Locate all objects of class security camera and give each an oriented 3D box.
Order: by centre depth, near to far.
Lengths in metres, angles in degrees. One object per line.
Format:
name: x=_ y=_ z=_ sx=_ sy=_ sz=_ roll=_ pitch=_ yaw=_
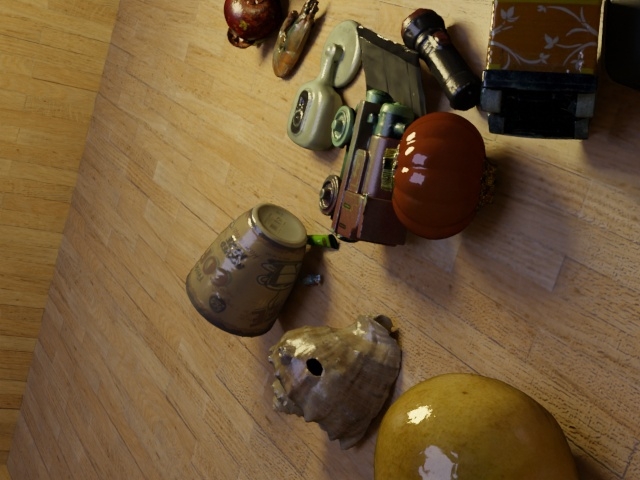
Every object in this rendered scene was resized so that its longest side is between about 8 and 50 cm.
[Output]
security camera: x=0.009 y=-0.350 z=2.196 sx=0.157 sy=0.080 sz=0.301 roll=33 pitch=107 yaw=57

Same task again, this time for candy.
candy: x=-0.023 y=0.090 z=2.176 sx=0.083 sy=0.020 sz=0.030 roll=-18 pitch=65 yaw=56

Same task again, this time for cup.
cup: x=-0.135 y=0.034 z=2.230 sx=0.257 sy=0.227 sz=0.301 roll=-52 pitch=10 yaw=29

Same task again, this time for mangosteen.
mangosteen: x=-0.179 y=-0.571 z=2.499 sx=0.145 sy=0.156 sz=0.181 roll=62 pitch=164 yaw=-4

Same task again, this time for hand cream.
hand cream: x=0.000 y=0.000 z=2.161 sx=0.122 sy=0.023 sz=0.036 roll=3 pitch=114 yaw=57

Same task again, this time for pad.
pad: x=0.143 y=-0.321 z=1.941 sx=0.233 sy=0.022 sz=0.174 roll=40 pitch=148 yaw=54

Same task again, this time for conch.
conch: x=0.013 y=0.272 z=1.937 sx=0.324 sy=0.186 sz=0.263 roll=-50 pitch=60 yaw=41

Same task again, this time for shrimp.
shrimp: x=-0.066 y=-0.505 z=2.377 sx=0.251 sy=0.052 sz=0.143 roll=-50 pitch=40 yaw=41

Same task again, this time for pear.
pear: x=0.220 y=0.347 z=1.456 sx=0.314 sy=0.314 sz=0.314 roll=-22 pitch=63 yaw=54

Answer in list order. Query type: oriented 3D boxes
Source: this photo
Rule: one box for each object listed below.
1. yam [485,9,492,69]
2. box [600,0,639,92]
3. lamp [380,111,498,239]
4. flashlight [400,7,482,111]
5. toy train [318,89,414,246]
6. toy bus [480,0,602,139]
yam: x=0.312 y=-0.353 z=1.746 sx=0.032 sy=0.032 sz=0.145 roll=4 pitch=87 yaw=59
box: x=0.472 y=-0.311 z=1.367 sx=0.090 sy=0.144 sz=0.201 roll=-3 pitch=79 yaw=55
lamp: x=0.204 y=-0.110 z=1.697 sx=0.223 sy=0.197 sz=0.223 roll=9 pitch=-90 yaw=-83
flashlight: x=0.228 y=-0.334 z=1.821 sx=0.093 sy=0.093 sz=0.232 roll=-58 pitch=41 yaw=32
toy train: x=0.103 y=-0.136 z=1.887 sx=0.221 sy=0.150 sz=0.304 roll=-154 pitch=75 yaw=-66
toy bus: x=0.321 y=-0.255 z=1.426 sx=0.323 sy=0.162 sz=0.194 roll=23 pitch=-109 yaw=-76
